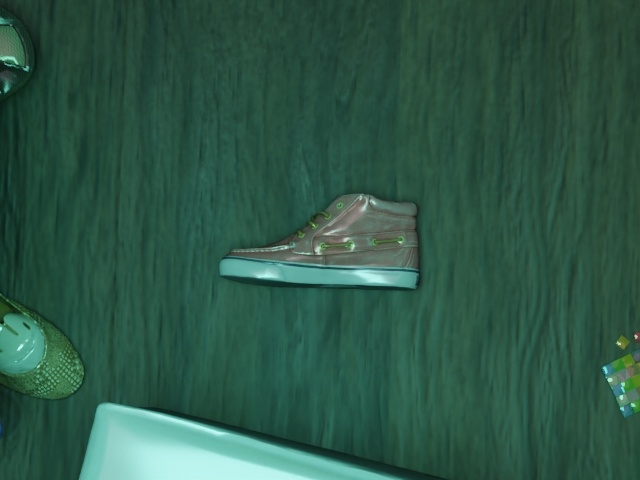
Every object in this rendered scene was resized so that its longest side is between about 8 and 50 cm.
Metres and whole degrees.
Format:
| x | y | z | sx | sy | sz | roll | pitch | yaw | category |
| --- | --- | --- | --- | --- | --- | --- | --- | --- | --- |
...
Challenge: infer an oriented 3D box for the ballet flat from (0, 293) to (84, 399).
| x | y | z | sx | sy | sz | roll | pitch | yaw | category |
| --- | --- | --- | --- | --- | --- | --- | --- | --- | --- |
| -0.299 | 0.071 | 1.591 | 0.206 | 0.067 | 0.073 | 34 | 86 | 3 | ballet flat |

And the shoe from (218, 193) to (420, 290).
| x | y | z | sx | sy | sz | roll | pitch | yaw | category |
| --- | --- | --- | --- | --- | --- | --- | --- | --- | --- |
| 0.000 | 0.000 | 1.600 | 0.178 | 0.063 | 0.081 | 2 | 84 | -5 | shoe |

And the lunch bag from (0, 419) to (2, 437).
| x | y | z | sx | sy | sz | roll | pitch | yaw | category |
| --- | --- | --- | --- | --- | --- | --- | --- | --- | --- |
| -0.438 | 0.000 | 1.470 | 0.385 | 0.239 | 0.328 | 2 | 96 | 44 | lunch bag |

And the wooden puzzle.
| x | y | z | sx | sy | sz | roll | pitch | yaw | category |
| --- | --- | --- | --- | --- | --- | --- | --- | --- | --- |
| 0.281 | 0.124 | 1.612 | 0.049 | 0.006 | 0.083 | -25 | 85 | -2 | wooden puzzle |

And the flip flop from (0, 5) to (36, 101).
| x | y | z | sx | sy | sz | roll | pitch | yaw | category |
| --- | --- | --- | --- | --- | --- | --- | --- | --- | --- |
| -0.379 | -0.139 | 1.611 | 0.277 | 0.080 | 0.112 | -21 | 87 | 14 | flip flop |

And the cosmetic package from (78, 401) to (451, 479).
| x | y | z | sx | sy | sz | roll | pitch | yaw | category |
| --- | --- | --- | --- | --- | --- | --- | --- | --- | --- |
| -0.049 | 0.356 | 1.435 | 0.327 | 0.329 | 0.394 | 14 | 85 | 3 | cosmetic package |
